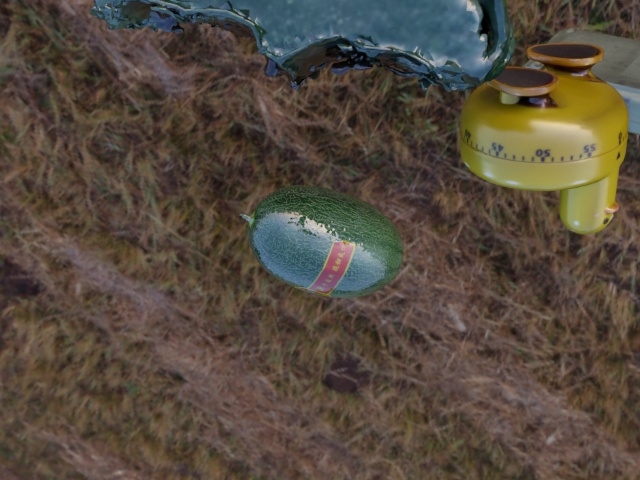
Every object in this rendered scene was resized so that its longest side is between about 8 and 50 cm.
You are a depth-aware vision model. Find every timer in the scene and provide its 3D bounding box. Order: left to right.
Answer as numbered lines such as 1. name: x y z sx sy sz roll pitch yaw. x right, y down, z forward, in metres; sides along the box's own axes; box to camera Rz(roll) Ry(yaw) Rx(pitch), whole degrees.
1. timer: 0.145 -0.062 0.489 0.107 0.107 0.109 8 123 23

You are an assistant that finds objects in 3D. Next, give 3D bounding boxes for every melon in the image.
1. melon: 0.000 0.000 1.263 0.288 0.182 0.182 18 142 -12

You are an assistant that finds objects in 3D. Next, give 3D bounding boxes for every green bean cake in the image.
1. green bean cake: -0.019 -0.148 0.399 0.209 0.107 0.193 -17 100 20

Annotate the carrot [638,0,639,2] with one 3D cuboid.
1. carrot: 0.360 -0.220 0.763 0.191 0.047 0.047 33 143 -28

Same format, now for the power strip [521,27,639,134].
1. power strip: 0.363 -0.119 0.677 0.388 0.092 0.066 27 153 40
